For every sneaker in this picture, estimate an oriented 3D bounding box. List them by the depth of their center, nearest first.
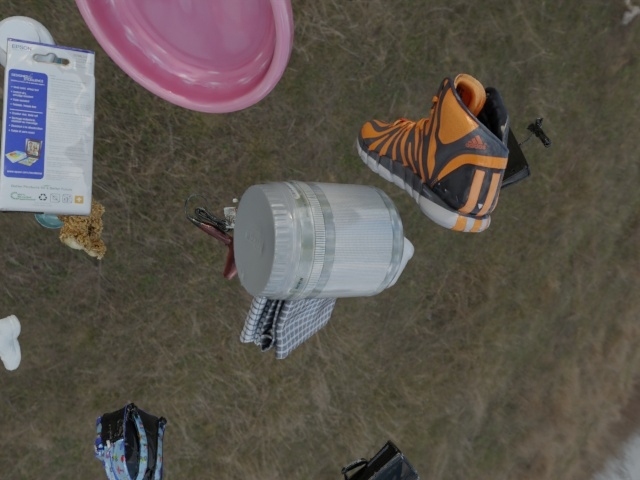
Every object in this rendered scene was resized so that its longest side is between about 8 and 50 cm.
[{"bbox_3d":[0.168,-0.159,0.787,0.125,0.321,0.180,-1,120,-28],"label":"sneaker"},{"bbox_3d":[-1.019,0.335,1.724,0.094,0.080,0.212,-21,133,-49],"label":"sneaker"}]

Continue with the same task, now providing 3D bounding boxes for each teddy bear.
[{"bbox_3d":[-0.708,-0.105,1.591,0.113,0.338,0.245,-25,146,5],"label":"teddy bear"}]

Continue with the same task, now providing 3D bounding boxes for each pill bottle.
[{"bbox_3d":[-0.775,-0.500,1.427,0.146,0.264,0.146,-2,96,-19],"label":"pill bottle"}]

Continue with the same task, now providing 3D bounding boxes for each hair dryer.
[{"bbox_3d":[-0.294,-0.014,1.701,0.080,0.224,0.293,-48,135,-61],"label":"hair dryer"}]

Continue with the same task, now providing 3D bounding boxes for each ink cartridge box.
[{"bbox_3d":[-0.590,-0.240,1.175,0.176,0.069,0.370,2,85,-24],"label":"ink cartridge box"}]

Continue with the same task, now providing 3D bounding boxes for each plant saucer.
[{"bbox_3d":[-0.188,-0.339,0.764,0.332,0.332,0.084,72,32,-44],"label":"plant saucer"},{"bbox_3d":[-0.843,-0.096,1.715,0.119,0.119,0.021,-42,-178,-14],"label":"plant saucer"}]

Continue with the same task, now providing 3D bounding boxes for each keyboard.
[{"bbox_3d":[0.479,-0.218,1.341,0.201,0.317,0.033,-33,109,25],"label":"keyboard"}]

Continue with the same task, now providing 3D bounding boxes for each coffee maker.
[{"bbox_3d":[0.152,0.604,1.334,0.178,0.171,0.120,-40,119,-6],"label":"coffee maker"}]

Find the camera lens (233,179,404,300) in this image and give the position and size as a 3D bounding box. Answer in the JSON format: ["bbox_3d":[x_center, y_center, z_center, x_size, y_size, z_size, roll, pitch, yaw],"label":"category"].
[{"bbox_3d":[0.000,0.000,1.012,0.274,0.219,0.219,1,117,-30],"label":"camera lens"}]

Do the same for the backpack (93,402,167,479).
[{"bbox_3d":[-0.423,0.475,1.206,0.117,0.173,0.158,-22,144,8],"label":"backpack"}]

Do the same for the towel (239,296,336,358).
[{"bbox_3d":[-0.042,0.129,1.287,0.284,0.121,0.235,-27,144,-55],"label":"towel"}]

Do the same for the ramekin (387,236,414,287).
[{"bbox_3d":[0.111,0.035,1.496,0.273,0.273,0.127,39,70,-50],"label":"ramekin"}]
